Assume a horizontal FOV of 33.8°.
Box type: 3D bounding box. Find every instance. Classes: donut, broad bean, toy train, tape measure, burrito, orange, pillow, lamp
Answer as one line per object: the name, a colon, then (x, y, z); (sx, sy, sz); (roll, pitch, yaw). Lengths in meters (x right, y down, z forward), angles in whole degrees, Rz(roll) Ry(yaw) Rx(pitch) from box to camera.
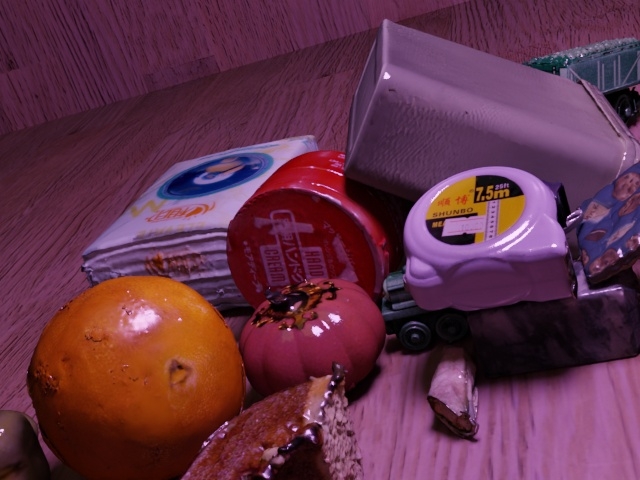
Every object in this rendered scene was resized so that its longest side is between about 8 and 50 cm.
donut: (-0.042, 0.224, 1.026); (0.144, 0.126, 0.186); (-16, 16, 28)
broad bean: (-0.420, 0.276, 1.265); (0.189, 0.121, 0.263); (-37, 12, -28)
toy train: (0.151, 0.065, 1.276); (0.171, 0.111, 0.071); (-14, 18, 11)
toy train: (0.423, -0.235, 1.692); (0.270, 0.154, 0.115); (-20, 15, -39)
tape measure: (0.189, 0.002, 1.164); (0.196, 0.105, 0.178); (-7, 42, 24)
burrito: (0.144, 0.161, 1.136); (0.055, 0.041, 0.149); (-1, 24, 9)
orange: (-0.205, 0.156, 1.182); (0.240, 0.239, 0.240); (-16, 21, 6)
pillow: (0.383, -0.060, 1.136); (0.256, 0.034, 0.189); (-37, 18, 24)
lamp: (-0.013, 0.112, 1.255); (0.182, 0.140, 0.182); (-17, 23, 8)

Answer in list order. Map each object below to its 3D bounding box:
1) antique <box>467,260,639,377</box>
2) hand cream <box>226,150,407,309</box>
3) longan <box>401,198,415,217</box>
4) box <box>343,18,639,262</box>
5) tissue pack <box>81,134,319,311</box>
antique: (0.263, 0.083, 1.166); (0.183, 0.086, 0.088); (-11, 23, 18)
hand cream: (0.000, 0.000, 1.411); (0.230, 0.230, 0.149); (-8, 24, 27)
longan: (0.142, -0.042, 1.579); (0.114, 0.092, 0.113); (3, 13, -1)
box: (0.219, -0.147, 1.421); (0.344, 0.177, 0.352); (19, 23, -5)
tissue pack: (-0.171, -0.024, 1.702); (0.288, 0.162, 0.388); (-10, 22, 20)
